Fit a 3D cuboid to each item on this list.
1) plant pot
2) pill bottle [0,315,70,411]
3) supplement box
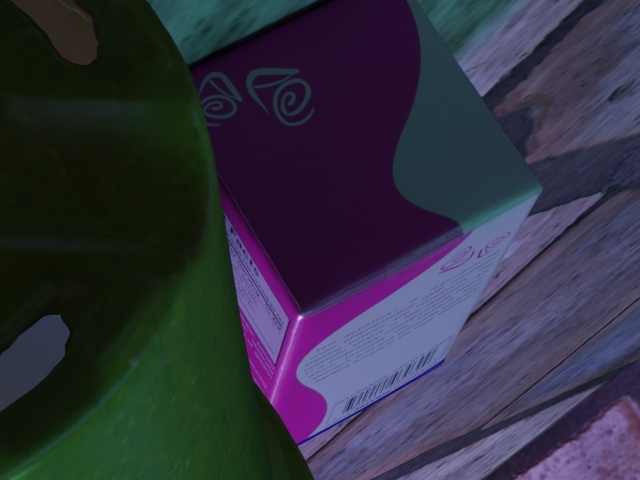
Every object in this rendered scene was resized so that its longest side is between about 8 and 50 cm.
[{"bbox_3d":[-0.120,0.050,0.505,0.276,0.276,0.254,-27,153,-21],"label":"plant pot"},{"bbox_3d":[-0.154,0.099,0.800,0.119,0.119,0.208,-20,161,-41],"label":"pill bottle"},{"bbox_3d":[0.000,0.000,0.814,0.111,0.114,0.220,-27,166,-17],"label":"supplement box"}]
